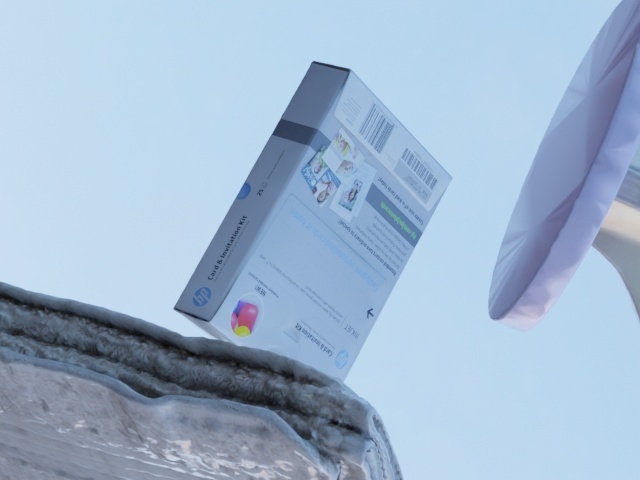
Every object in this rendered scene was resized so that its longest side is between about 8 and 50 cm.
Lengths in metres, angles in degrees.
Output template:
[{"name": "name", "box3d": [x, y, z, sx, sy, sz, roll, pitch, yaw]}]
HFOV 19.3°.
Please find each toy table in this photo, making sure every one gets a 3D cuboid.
[{"name": "toy table", "box3d": [0.256, -0.038, 1.444, 0.252, 0.161, 0.274, -86, -161, -64]}]

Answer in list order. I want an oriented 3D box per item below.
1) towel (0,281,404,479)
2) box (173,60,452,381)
[{"name": "towel", "box3d": [-0.085, 0.102, 0.907, 0.282, 0.187, 0.049, 13, -124, 26]}, {"name": "box", "box3d": [0.000, 0.000, 1.228, 0.038, 0.145, 0.186, 17, -107, 40]}]
